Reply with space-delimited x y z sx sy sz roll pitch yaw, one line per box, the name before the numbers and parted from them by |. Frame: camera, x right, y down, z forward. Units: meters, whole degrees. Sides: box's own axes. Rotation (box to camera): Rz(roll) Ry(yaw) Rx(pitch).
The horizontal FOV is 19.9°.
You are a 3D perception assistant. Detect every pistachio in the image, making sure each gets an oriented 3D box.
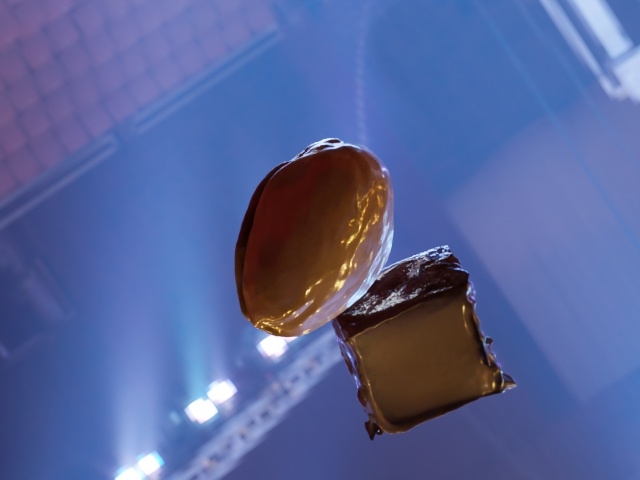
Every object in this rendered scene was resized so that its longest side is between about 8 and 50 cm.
pistachio | 0.000 0.000 1.710 0.200 0.145 0.117 -67 -163 -9

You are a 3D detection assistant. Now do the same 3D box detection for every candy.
candy | 0.116 0.127 2.250 0.195 0.184 0.137 -23 -155 -7
